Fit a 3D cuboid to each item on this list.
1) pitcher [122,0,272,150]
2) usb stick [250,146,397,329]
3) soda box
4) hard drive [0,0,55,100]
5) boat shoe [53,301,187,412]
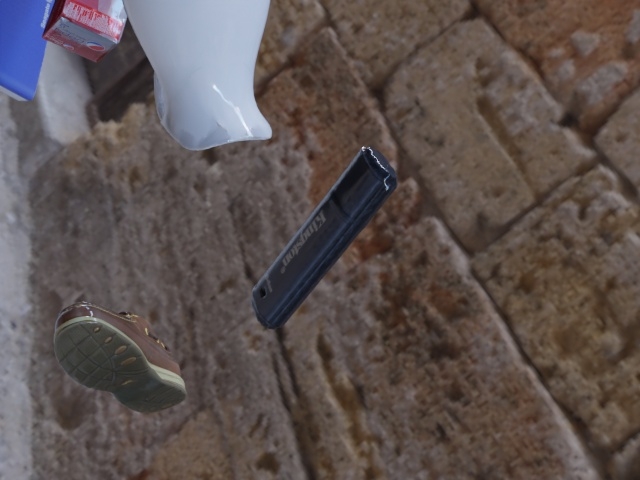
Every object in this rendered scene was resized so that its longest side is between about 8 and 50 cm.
[{"bbox_3d":[-0.113,-0.190,0.835,0.178,0.126,0.207,18,-63,57],"label":"pitcher"},{"bbox_3d":[0.000,0.000,1.249,0.045,0.278,0.077,14,35,-41],"label":"usb stick"},{"bbox_3d":[-0.284,-0.378,1.311,0.084,0.092,0.263,23,71,-26],"label":"soda box"},{"bbox_3d":[-0.519,-0.362,1.438,0.319,0.040,0.210,30,67,-60],"label":"hard drive"},{"bbox_3d":[-0.172,0.092,0.832,0.178,0.064,0.060,55,15,-57],"label":"boat shoe"}]
